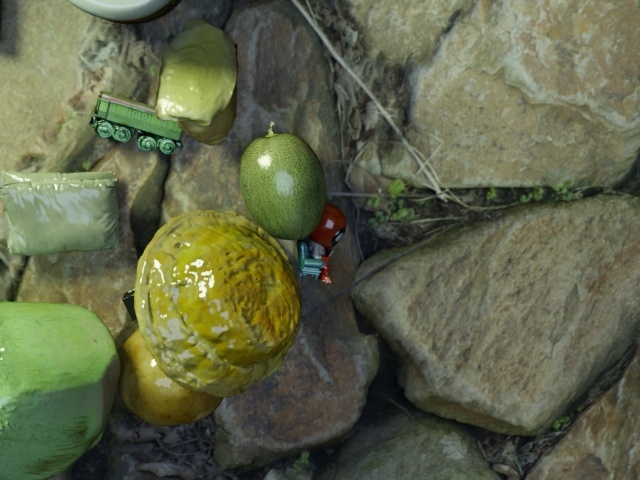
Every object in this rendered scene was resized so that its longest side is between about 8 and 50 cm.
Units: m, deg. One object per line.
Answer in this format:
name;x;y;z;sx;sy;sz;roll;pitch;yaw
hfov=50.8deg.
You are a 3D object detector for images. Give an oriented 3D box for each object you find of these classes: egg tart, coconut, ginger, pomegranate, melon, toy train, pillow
egg tart;-0.129;0.089;1.046;0.128;0.319;0.319;-15;114;42
coconut;-0.450;0.226;1.020;0.328;0.328;0.281;-38;64;2
ginger;-0.178;-0.243;1.053;0.115;0.122;0.193;5;70;7
pomegranate;-0.246;0.208;1.110;0.196;0.196;0.196;-2;105;-9
melon;-0.061;-0.094;1.076;0.139;0.139;0.192;-15;108;-5
toy train;-0.288;-0.183;1.068;0.148;0.038;0.071;16;103;-14
pillow;-0.407;-0.044;1.067;0.181;0.078;0.134;-3;108;-11

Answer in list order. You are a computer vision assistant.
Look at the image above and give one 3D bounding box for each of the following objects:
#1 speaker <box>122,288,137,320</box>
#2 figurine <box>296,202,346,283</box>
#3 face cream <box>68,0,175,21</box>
speaker;-0.238;0.076;1.145;0.191;0.040;0.046;-22;107;-2
figurine;0.000;0.000;1.152;0.075;0.068;0.140;11;97;-9
face cream;-0.275;-0.405;0.930;0.201;0.187;0.201;-2;105;-9
